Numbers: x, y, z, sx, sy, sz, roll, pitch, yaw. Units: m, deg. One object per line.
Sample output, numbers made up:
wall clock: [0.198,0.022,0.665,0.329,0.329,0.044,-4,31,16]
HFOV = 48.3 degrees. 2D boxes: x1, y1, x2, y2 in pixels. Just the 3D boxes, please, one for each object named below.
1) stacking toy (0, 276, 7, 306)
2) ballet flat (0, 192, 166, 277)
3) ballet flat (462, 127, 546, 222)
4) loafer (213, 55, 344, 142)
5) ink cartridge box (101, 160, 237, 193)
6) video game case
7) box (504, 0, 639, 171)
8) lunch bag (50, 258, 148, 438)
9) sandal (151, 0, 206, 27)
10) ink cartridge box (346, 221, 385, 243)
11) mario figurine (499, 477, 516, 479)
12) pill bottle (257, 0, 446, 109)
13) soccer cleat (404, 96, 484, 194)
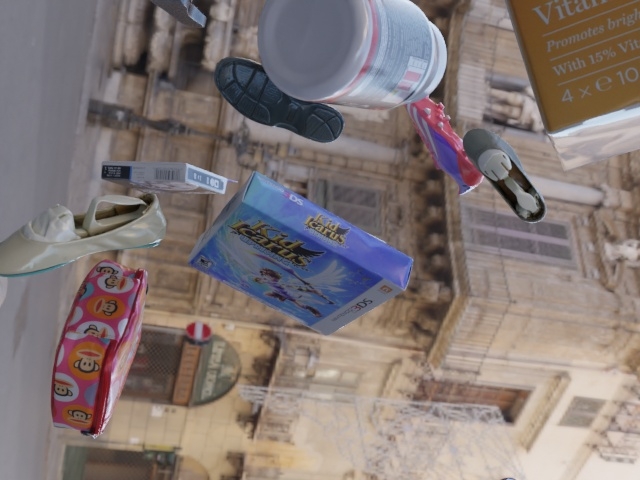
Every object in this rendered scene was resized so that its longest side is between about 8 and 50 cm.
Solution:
stacking toy: [-0.793,0.106,1.138,0.480,0.350,0.350,-37,-158,4]
ballet flat: [-0.325,-0.019,0.969,0.086,0.248,0.086,21,-62,46]
ballet flat: [0.339,-0.117,1.292,0.072,0.213,0.068,-39,-163,19]
loafer: [-0.082,-0.258,1.312,0.096,0.267,0.084,-57,-151,16]
ink cartridge box: [-0.310,-0.125,1.491,0.208,0.206,0.045,13,81,-66]
video game case: [-0.039,0.034,1.084,0.244,0.269,0.061,-41,-155,53]
box: [0.220,-0.251,0.493,0.168,0.215,0.345,7,67,-68]
lunch bag: [-0.412,0.208,1.329,0.293,0.120,0.258,-86,-167,-55]
sandal: [-0.346,-0.580,1.725,0.254,0.097,0.054,-5,109,-84]
ink cartridge box: [0.000,0.000,1.429,0.154,0.212,0.093,3,-110,63]
mario figurine: [0.336,0.512,1.243,0.320,0.198,0.170,48,46,-75]
pill bottle: [0.074,-0.336,1.247,0.210,0.363,0.210,4,-83,32]
soccer cleat: [0.244,-0.206,1.478,0.248,0.083,0.095,49,-50,12]
